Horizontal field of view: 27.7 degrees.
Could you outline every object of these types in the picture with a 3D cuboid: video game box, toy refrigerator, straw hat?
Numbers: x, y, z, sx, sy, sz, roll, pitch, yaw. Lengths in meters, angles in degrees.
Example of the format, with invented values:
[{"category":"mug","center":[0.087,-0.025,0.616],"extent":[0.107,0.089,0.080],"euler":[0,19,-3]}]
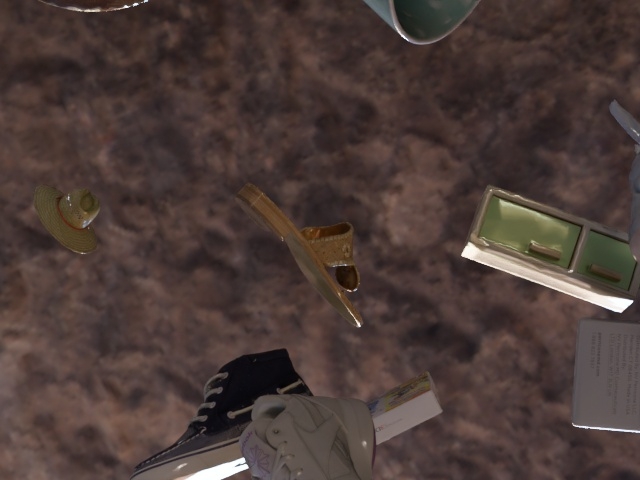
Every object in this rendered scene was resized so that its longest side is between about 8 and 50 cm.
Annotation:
[{"category":"video game box","center":[0.100,0.294,2.156],"extent":[0.048,0.205,0.187],"euler":[62,4,-4]},{"category":"toy refrigerator","center":[0.368,0.012,2.032],"extent":[0.269,0.102,0.094],"euler":[20,-17,3]},{"category":"straw hat","center":[-0.379,-0.049,2.032],"extent":[0.061,0.144,0.144],"euler":[-39,-103,17]}]

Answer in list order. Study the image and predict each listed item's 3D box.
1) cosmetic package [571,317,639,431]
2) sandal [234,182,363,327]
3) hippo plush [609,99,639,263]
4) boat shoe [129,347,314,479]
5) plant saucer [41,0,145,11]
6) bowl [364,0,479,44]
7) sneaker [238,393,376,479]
[{"category":"cosmetic package","center":[0.600,0.208,1.896],"extent":[0.230,0.453,0.162],"euler":[25,70,-78]},{"category":"sandal","center":[0.003,0.002,1.520],"extent":[0.240,0.079,0.088],"euler":[48,-11,-30]},{"category":"hippo plush","center":[0.563,-0.054,1.794],"extent":[0.236,0.294,0.234],"euler":[-18,-42,27]},{"category":"boat shoe","center":[-0.164,0.285,2.044],"extent":[0.158,0.340,0.127],"euler":[63,-31,19]},{"category":"plant saucer","center":[-0.273,-0.430,1.563],"extent":[0.311,0.310,0.050],"euler":[57,-10,9]},{"category":"bowl","center":[0.112,-0.421,1.644],"extent":[0.163,0.311,0.312],"euler":[26,-43,26]},{"category":"sneaker","center":[-0.011,0.259,1.321],"extent":[0.305,0.152,0.114],"euler":[-105,-148,-64]}]
